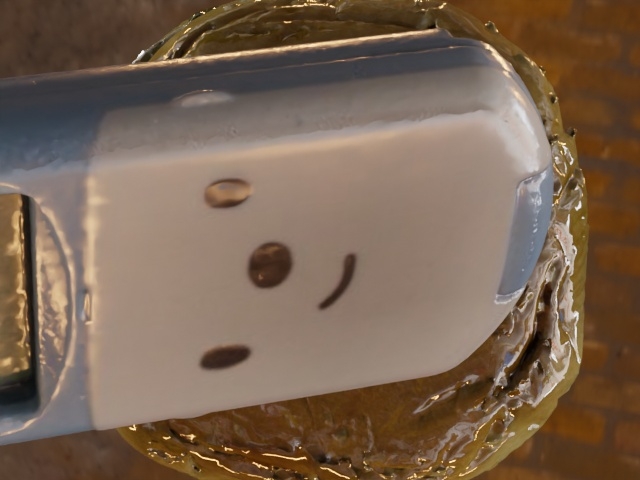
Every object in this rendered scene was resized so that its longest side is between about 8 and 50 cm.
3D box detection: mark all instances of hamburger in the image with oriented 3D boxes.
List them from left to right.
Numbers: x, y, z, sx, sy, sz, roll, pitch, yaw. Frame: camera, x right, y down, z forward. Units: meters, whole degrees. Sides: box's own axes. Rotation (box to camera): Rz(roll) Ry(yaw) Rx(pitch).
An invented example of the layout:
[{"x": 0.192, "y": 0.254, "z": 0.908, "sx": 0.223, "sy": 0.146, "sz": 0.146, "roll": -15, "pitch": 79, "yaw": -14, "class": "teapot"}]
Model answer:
[{"x": -0.001, "y": 0.002, "z": 0.933, "sx": 0.284, "sy": 0.134, "sz": 0.266, "roll": 1, "pitch": -82, "yaw": 17, "class": "hamburger"}]

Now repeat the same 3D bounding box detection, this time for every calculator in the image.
[{"x": -0.034, "y": 0.001, "z": 0.508, "sx": 0.210, "sy": 0.121, "sz": 0.039, "roll": -8, "pitch": -139, "yaw": -16, "class": "calculator"}]
